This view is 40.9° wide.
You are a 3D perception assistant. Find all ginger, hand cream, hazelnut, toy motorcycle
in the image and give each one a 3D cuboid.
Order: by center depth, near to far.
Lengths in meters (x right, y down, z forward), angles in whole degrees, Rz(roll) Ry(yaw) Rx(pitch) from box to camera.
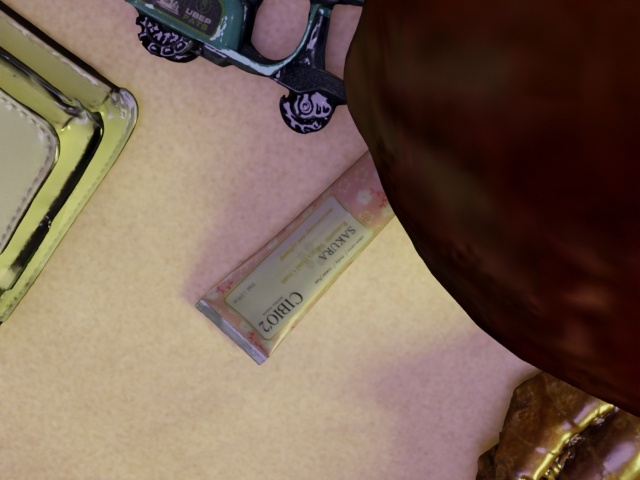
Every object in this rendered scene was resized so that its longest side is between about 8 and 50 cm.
[{"bbox_3d":[0.216,-0.087,0.402,0.421,0.353,0.421,-4,130,-4],"label":"hazelnut"},{"bbox_3d":[-0.048,-0.144,0.559,0.173,0.058,0.100,28,99,0],"label":"toy motorcycle"},{"bbox_3d":[0.000,0.000,0.601,0.067,0.043,0.210,42,108,-6],"label":"hand cream"},{"bbox_3d":[0.165,0.158,0.606,0.103,0.073,0.162,34,105,-3],"label":"ginger"}]

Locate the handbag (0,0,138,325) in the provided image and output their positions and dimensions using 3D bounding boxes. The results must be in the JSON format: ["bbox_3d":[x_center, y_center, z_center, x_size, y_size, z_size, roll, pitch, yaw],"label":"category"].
[{"bbox_3d":[-0.336,-0.089,0.545,0.358,0.160,0.237,36,111,-5],"label":"handbag"}]
